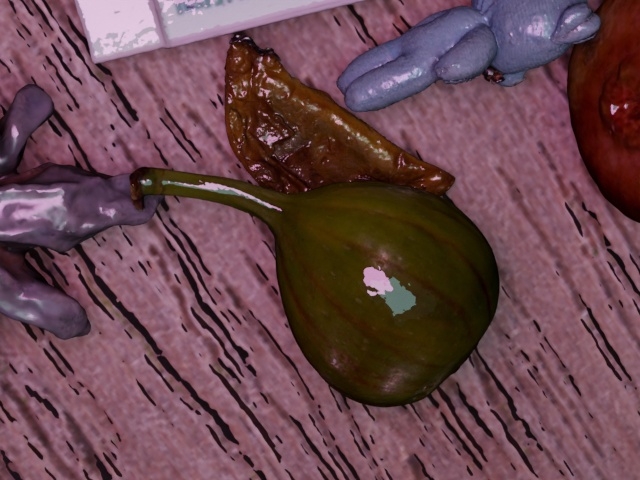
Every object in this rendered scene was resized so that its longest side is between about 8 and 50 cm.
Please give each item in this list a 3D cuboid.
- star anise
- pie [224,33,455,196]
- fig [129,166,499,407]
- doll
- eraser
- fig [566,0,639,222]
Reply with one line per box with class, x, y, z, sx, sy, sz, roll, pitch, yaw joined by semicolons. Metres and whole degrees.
star anise;-0.283;-0.016;0.956;0.360;0.139;0.315;-7;96;-4
pie;-0.005;-0.064;1.025;0.191;0.033;0.088;33;105;-17
fig;0.000;0.000;0.987;0.259;0.151;0.151;37;97;-7
doll;0.103;-0.127;0.986;0.180;0.120;0.075;-32;122;9
eraser;-0.066;-0.203;0.970;0.210;0.068;0.124;-14;105;-2
fig;0.269;-0.103;0.973;0.205;0.205;0.205;-1;102;-5
